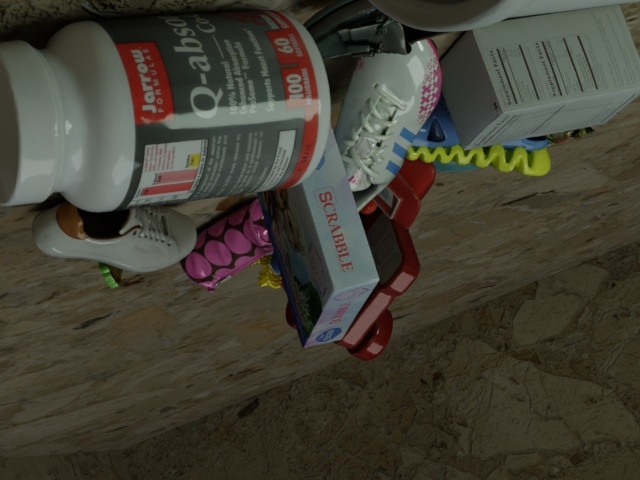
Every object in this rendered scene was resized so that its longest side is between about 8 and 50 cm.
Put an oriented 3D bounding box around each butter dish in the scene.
[{"bbox_3d":[0.126,-0.119,2.227,0.118,0.160,0.160,-38,170,-15],"label":"butter dish"}]

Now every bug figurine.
[{"bbox_3d":[0.000,0.000,2.387,0.279,0.072,0.216,-35,-162,22],"label":"bug figurine"}]

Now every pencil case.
[{"bbox_3d":[-0.144,0.008,2.416,0.095,0.098,0.209,-3,159,-44],"label":"pencil case"}]

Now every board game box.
[{"bbox_3d":[-0.021,-0.043,1.931,0.065,0.319,0.318,-14,164,-12],"label":"board game box"}]

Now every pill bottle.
[{"bbox_3d":[-0.189,-0.142,1.575,0.362,0.210,0.210,-9,164,-31],"label":"pill bottle"}]

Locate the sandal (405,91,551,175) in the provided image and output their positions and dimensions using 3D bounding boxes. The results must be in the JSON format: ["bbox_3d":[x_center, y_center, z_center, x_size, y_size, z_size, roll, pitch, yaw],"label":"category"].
[{"bbox_3d":[0.196,-0.181,2.099,0.317,0.138,0.126,4,-164,-18],"label":"sandal"}]

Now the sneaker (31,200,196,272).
[{"bbox_3d":[-0.280,-0.017,2.142,0.290,0.106,0.123,0,160,-46],"label":"sneaker"}]

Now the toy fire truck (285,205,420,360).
[{"bbox_3d":[0.069,0.041,2.483,0.169,0.302,0.254,27,118,-25],"label":"toy fire truck"}]

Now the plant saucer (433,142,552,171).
[{"bbox_3d":[0.312,-0.194,2.316,0.317,0.044,0.317,-17,166,-5],"label":"plant saucer"}]

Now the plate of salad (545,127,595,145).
[{"bbox_3d":[0.402,-0.188,2.261,0.199,0.048,0.200,-17,166,-4],"label":"plate of salad"}]

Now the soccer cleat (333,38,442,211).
[{"bbox_3d":[0.076,-0.146,1.881,0.143,0.116,0.331,-60,172,-31],"label":"soccer cleat"}]

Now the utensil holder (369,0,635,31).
[{"bbox_3d":[0.231,-0.344,1.111,0.385,0.328,0.327,-12,165,-31],"label":"utensil holder"}]

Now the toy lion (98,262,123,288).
[{"bbox_3d":[-0.337,0.031,2.278,0.034,0.096,0.100,-19,166,6],"label":"toy lion"}]

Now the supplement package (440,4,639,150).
[{"bbox_3d":[0.307,-0.229,1.990,0.244,0.134,0.139,-11,165,-24],"label":"supplement package"}]

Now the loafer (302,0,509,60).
[{"bbox_3d":[0.105,-0.255,1.631,0.267,0.084,0.096,-21,164,15],"label":"loafer"}]
